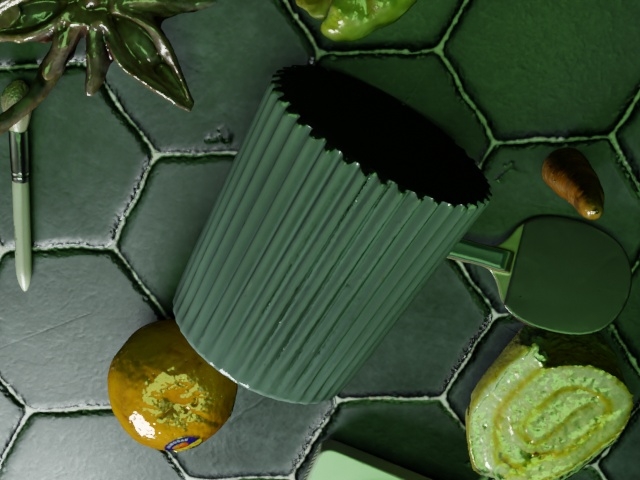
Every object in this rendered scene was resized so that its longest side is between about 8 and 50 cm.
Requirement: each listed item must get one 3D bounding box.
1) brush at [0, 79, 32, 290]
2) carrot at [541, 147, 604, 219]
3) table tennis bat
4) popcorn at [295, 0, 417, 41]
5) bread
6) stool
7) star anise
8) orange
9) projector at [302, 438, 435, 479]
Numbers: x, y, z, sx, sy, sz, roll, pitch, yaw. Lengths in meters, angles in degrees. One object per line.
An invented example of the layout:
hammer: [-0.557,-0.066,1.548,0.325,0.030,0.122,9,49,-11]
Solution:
brush: [-0.392,-0.068,1.542,0.039,0.042,0.299,2,116,-1]
carrot: [0.319,-0.063,1.437,0.061,0.209,0.061,0,107,1]
table tennis bat: [0.277,0.036,1.556,0.274,0.021,0.154,15,89,2]
popcorn: [0.028,-0.368,1.306,0.235,0.242,0.250,-35,104,17]
bread: [0.297,0.231,1.605,0.186,0.124,0.257,38,108,-6]
stool: [0.000,0.000,1.435,0.297,0.297,0.330,26,115,-9]
star anise: [-0.273,-0.285,1.414,0.292,0.109,0.349,10,101,5]
orange: [-0.198,0.193,1.576,0.178,0.155,0.177,-2,118,-4]
projector: [0.071,0.447,1.704,0.259,0.079,0.257,23,100,-5]
